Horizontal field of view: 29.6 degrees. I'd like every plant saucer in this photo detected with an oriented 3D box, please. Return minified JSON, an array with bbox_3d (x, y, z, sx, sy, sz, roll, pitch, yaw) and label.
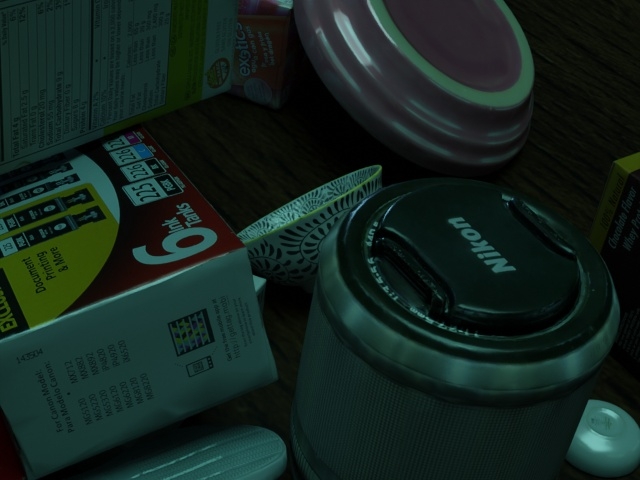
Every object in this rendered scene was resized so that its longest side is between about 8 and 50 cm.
[{"bbox_3d":[0.126,-0.230,1.389,0.332,0.084,0.332,22,47,-25],"label":"plant saucer"}]

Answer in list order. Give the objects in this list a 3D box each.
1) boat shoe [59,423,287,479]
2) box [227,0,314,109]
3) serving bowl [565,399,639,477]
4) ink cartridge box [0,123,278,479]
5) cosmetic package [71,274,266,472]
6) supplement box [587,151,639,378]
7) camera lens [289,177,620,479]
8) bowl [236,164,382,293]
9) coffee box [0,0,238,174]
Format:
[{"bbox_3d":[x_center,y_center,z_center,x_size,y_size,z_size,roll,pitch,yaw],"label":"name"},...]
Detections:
[{"bbox_3d":[-0.133,0.205,0.923,0.226,0.075,0.083,-12,32,-18],"label":"boat shoe"},{"bbox_3d":[-0.053,-0.310,1.509,0.154,0.142,0.300,20,40,13],"label":"box"},{"bbox_3d":[0.251,0.172,1.083,0.083,0.027,0.083,5,39,-4],"label":"serving bowl"},{"bbox_3d":[-0.222,0.039,0.974,0.272,0.130,0.309,-22,32,-16],"label":"ink cartridge box"},{"bbox_3d":[-0.145,0.104,1.053,0.099,0.060,0.239,22,41,15],"label":"cosmetic package"},{"bbox_3d":[0.362,0.036,1.142,0.129,0.191,0.194,-19,46,-31],"label":"supplement box"},{"bbox_3d":[0.093,0.106,0.932,0.219,0.274,0.219,6,39,-5],"label":"camera lens"},{"bbox_3d":[0.000,0.000,1.174,0.170,0.080,0.170,-26,8,4],"label":"bowl"},{"bbox_3d":[-0.292,-0.295,1.018,0.338,0.338,0.334,32,42,30],"label":"coffee box"}]
